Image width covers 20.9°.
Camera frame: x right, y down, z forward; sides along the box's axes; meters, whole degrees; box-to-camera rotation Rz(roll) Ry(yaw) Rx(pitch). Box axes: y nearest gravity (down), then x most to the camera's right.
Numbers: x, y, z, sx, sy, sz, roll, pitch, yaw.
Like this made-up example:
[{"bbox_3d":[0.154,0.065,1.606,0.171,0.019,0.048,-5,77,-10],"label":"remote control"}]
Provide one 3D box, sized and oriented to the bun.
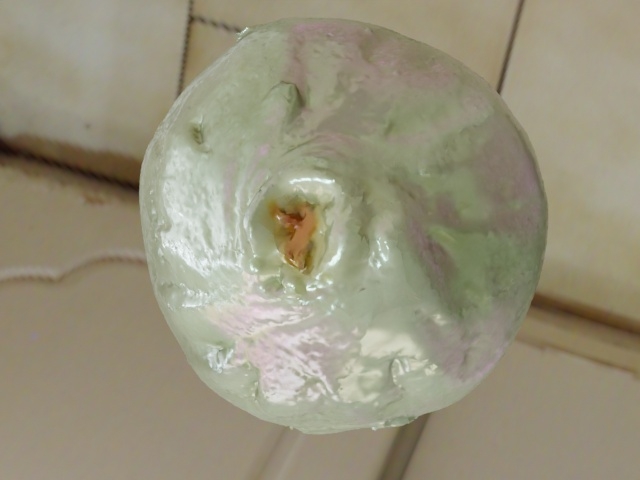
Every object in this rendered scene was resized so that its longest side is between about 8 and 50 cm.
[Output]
[{"bbox_3d":[0.000,0.000,1.148,0.293,0.187,0.293,5,104,20],"label":"bun"}]
